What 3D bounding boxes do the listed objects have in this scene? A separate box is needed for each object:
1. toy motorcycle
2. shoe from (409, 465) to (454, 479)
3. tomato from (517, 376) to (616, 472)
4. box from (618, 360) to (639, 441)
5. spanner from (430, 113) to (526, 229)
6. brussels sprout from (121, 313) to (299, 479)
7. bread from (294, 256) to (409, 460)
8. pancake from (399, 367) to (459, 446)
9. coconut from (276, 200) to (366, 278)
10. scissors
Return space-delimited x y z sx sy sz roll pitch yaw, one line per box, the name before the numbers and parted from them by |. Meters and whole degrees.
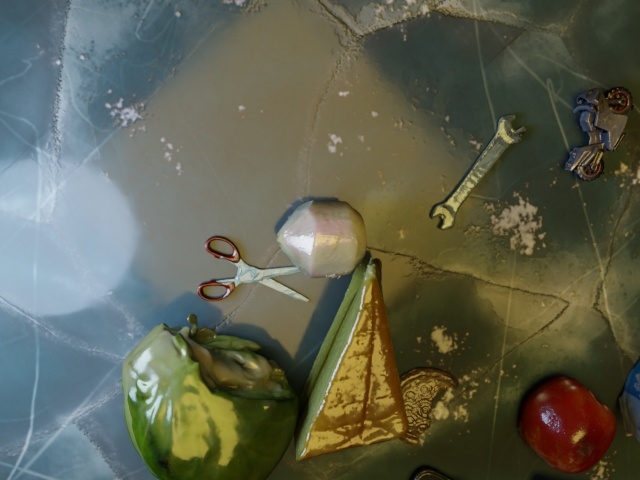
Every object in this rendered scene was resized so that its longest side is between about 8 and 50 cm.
toy motorcycle | 0.605 -0.243 1.264 0.122 0.080 0.215 19 99 -8
shoe | 0.319 0.629 1.342 0.241 0.093 0.108 32 92 -7
tomato | 0.584 0.445 1.322 0.233 0.139 0.200 36 99 -10
box | 0.875 0.385 1.287 0.206 0.291 0.262 24 91 -19
spanner | 0.351 -0.153 1.279 0.071 0.017 0.302 38 92 -9
brussels sprout | -0.238 0.343 1.152 0.371 0.276 0.315 39 89 -9
bread | 0.038 0.221 1.193 0.244 0.233 0.362 -9 94 -4
pancake | 0.236 0.391 1.338 0.184 0.020 0.191 -3 98 -7
coconut | 0.000 0.000 1.190 0.182 0.171 0.171 -6 98 -8
scissors | -0.139 0.078 1.259 0.247 0.017 0.144 10 97 -9
